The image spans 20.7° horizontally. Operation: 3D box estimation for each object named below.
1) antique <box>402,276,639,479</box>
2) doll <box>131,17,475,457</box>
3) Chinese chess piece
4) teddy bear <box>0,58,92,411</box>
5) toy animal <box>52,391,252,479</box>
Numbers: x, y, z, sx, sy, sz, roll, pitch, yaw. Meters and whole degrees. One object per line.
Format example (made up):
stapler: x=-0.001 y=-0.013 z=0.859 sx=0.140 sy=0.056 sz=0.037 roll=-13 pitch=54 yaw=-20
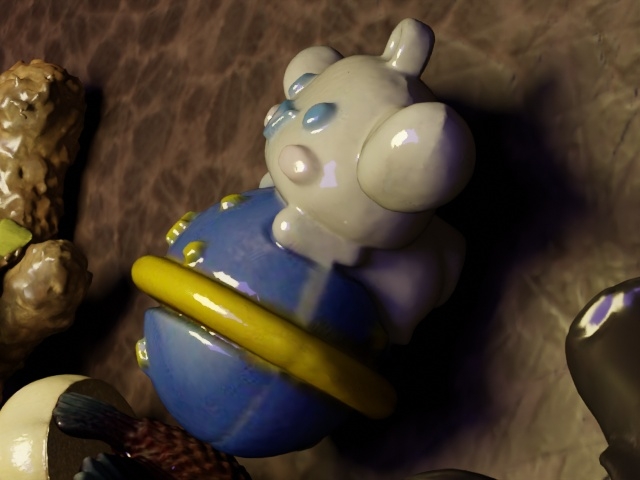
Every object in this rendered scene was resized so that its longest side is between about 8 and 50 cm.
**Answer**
antique: x=0.163 y=0.152 z=0.672 sx=0.322 sy=0.185 sz=0.255 roll=-44 pitch=23 yaw=28
doll: x=0.015 y=0.010 z=0.932 sx=0.242 sy=0.159 sz=0.311 roll=-50 pitch=10 yaw=-11
Chinese chess piece: x=-0.159 y=0.146 z=1.108 sx=0.051 sy=0.122 sz=0.122 roll=-11 pitch=68 yaw=26
teddy bear: x=-0.276 y=0.012 z=1.190 sx=0.246 sy=0.222 sz=0.296 roll=3 pitch=91 yaw=3
toy animal: x=-0.066 y=0.151 z=0.977 sx=0.179 sy=0.218 sz=0.116 roll=6 pitch=81 yaw=7
